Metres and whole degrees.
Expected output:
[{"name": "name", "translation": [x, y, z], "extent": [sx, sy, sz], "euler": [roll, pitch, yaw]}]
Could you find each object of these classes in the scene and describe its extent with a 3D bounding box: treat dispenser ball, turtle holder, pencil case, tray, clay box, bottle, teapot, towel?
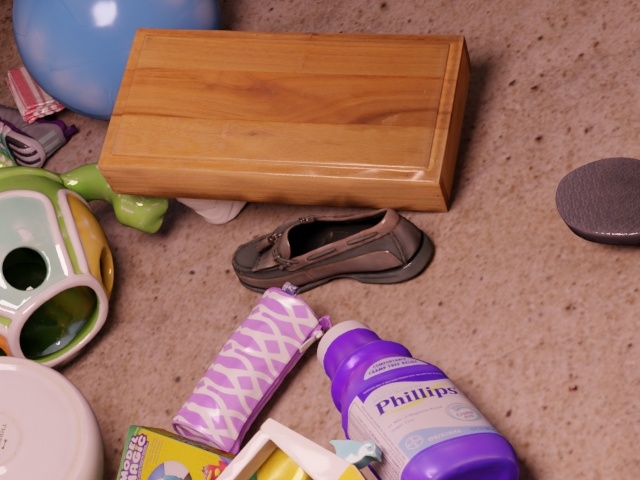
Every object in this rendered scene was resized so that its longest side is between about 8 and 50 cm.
[{"name": "treat dispenser ball", "translation": [-0.282, -0.309, 2.234], "extent": [0.288, 0.288, 0.288], "euler": [-22, 39, 20]}, {"name": "turtle holder", "translation": [-0.352, 0.037, 2.004], "extent": [0.320, 0.243, 0.227], "euler": [-16, 40, -36]}, {"name": "pencil case", "translation": [-0.074, 0.148, 1.746], "extent": [0.088, 0.086, 0.206], "euler": [27, 69, 24]}, {"name": "tray", "translation": [-0.041, -0.148, 1.895], "extent": [0.411, 0.076, 0.202], "euler": [4, 62, 15]}, {"name": "clay box", "translation": [-0.146, 0.270, 1.653], "extent": [0.222, 0.053, 0.127], "euler": [10, 86, 44]}, {"name": "bottle", "translation": [0.082, 0.172, 1.564], "extent": [0.118, 0.092, 0.283], "euler": [-11, 30, -20]}, {"name": "teapot", "translation": [-0.352, 0.269, 1.768], "extent": [0.256, 0.187, 0.252], "euler": [-34, 61, -23]}, {"name": "towel", "translation": [-0.367, -0.243, 2.410], "extent": [0.197, 0.029, 0.144], "euler": [-18, 35, -12]}]

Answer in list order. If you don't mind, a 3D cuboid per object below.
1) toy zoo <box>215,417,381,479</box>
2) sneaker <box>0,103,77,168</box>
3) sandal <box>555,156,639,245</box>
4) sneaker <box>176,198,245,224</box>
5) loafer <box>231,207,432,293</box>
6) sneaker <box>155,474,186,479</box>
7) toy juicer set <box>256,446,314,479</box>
[{"name": "toy zoo", "translation": [-0.046, 0.296, 1.453], "extent": [0.192, 0.030, 0.293], "euler": [39, 84, 31]}, {"name": "sneaker", "translation": [-0.455, -0.170, 2.422], "extent": [0.098, 0.083, 0.224], "euler": [-36, 42, -24]}, {"name": "sandal", "translation": [0.358, -0.029, 1.611], "extent": [0.254, 0.054, 0.097], "euler": [3, 59, 29]}, {"name": "sneaker", "translation": [-0.107, -0.130, 1.992], "extent": [0.232, 0.115, 0.090], "euler": [-57, 44, 9]}, {"name": "loafer", "translation": [0.000, 0.000, 1.837], "extent": [0.268, 0.084, 0.096], "euler": [-6, 47, 36]}, {"name": "sneaker", "translation": [-0.181, 0.339, 1.568], "extent": [0.092, 0.087, 0.228], "euler": [6, 79, 47]}, {"name": "toy juicer set", "translation": [-0.029, 0.369, 1.484], "extent": [0.209, 0.089, 0.329], "euler": [23, 76, 28]}]
